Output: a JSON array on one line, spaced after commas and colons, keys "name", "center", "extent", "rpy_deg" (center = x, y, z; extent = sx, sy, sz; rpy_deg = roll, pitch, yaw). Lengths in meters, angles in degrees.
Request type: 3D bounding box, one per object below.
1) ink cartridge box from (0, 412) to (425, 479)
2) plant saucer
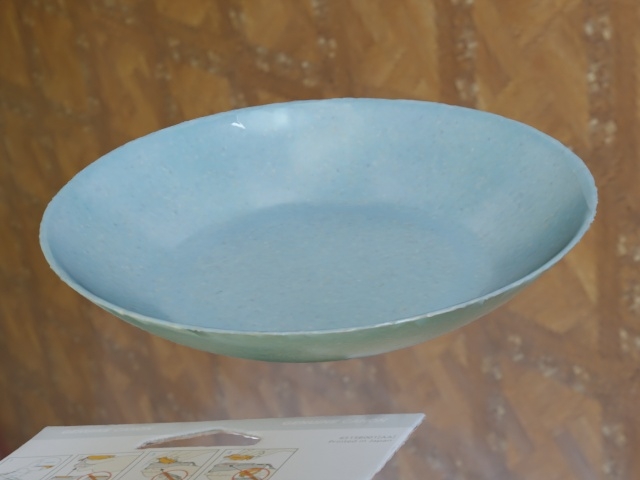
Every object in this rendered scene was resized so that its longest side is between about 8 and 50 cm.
[{"name": "ink cartridge box", "center": [-0.099, 0.166, 0.851], "extent": [0.275, 0.239, 0.060], "rpy_deg": [-5, 101, 23]}, {"name": "plant saucer", "center": [0.000, 0.000, 0.546], "extent": [0.195, 0.195, 0.037], "rpy_deg": [28, 131, 49]}]
